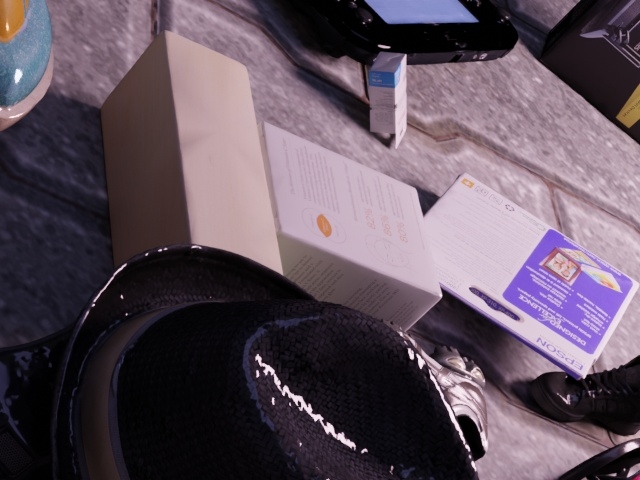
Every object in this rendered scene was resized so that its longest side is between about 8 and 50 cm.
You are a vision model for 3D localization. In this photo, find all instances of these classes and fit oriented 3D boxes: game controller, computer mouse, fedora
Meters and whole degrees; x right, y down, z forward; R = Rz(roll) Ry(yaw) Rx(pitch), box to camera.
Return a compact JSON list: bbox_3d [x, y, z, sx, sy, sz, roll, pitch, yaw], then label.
[{"bbox_3d":[0.083,-0.253,1.835,0.319,0.067,0.166,-10,60,-52],"label":"game controller"},{"bbox_3d":[-0.212,0.085,1.147,0.262,0.060,0.184,-23,75,-43],"label":"computer mouse"},{"bbox_3d":[-0.010,0.140,1.131,0.334,0.152,0.334,18,64,-40],"label":"fedora"}]

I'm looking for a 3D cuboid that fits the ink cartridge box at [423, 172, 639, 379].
[{"bbox_3d":[0.175,0.039,1.591,0.206,0.045,0.208,34,31,8],"label":"ink cartridge box"}]

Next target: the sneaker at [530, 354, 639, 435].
[{"bbox_3d":[0.280,0.134,1.594,0.170,0.089,0.051,18,41,-34],"label":"sneaker"}]

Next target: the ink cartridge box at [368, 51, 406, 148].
[{"bbox_3d":[0.066,-0.137,1.698,0.028,0.083,0.048,6,31,15],"label":"ink cartridge box"}]

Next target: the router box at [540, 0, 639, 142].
[{"bbox_3d":[0.448,-0.250,2.002,0.243,0.309,0.081,39,34,-10],"label":"router box"}]

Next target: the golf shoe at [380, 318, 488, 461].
[{"bbox_3d":[0.064,0.124,1.383,0.198,0.077,0.094,16,42,-34],"label":"golf shoe"}]

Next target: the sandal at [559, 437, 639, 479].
[{"bbox_3d":[0.277,0.203,1.539,0.179,0.067,0.040,-3,66,-52],"label":"sandal"}]

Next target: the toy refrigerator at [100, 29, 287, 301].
[{"bbox_3d":[-0.100,-0.029,1.353,0.094,0.102,0.270,21,39,-31],"label":"toy refrigerator"}]

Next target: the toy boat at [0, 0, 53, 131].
[{"bbox_3d":[-0.326,-0.194,1.249,0.318,0.148,0.267,-11,61,-52],"label":"toy boat"}]

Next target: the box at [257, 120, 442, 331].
[{"bbox_3d":[0.000,0.000,1.437,0.170,0.091,0.130,22,39,-30],"label":"box"}]
